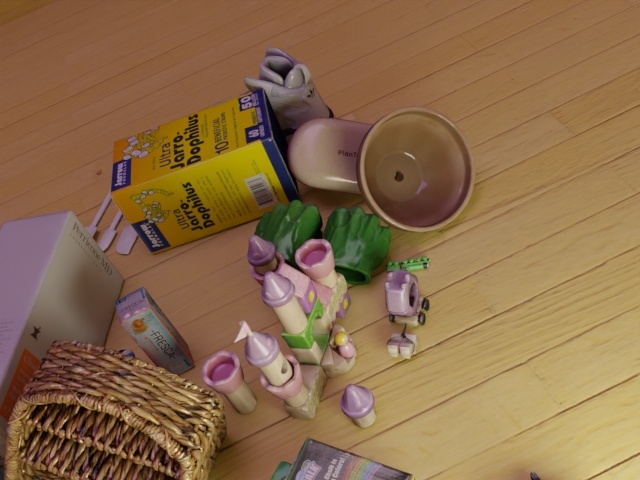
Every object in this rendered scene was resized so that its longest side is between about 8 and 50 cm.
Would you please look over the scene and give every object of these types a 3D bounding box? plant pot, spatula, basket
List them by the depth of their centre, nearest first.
[{"bbox_3d":[-0.315,0.308,1.042,0.299,0.213,0.223,18,55,7],"label":"basket"},{"bbox_3d":[0.169,-0.131,1.345,0.237,0.237,0.110,-40,8,-16],"label":"plant pot"},{"bbox_3d":[-0.485,-0.059,1.649,0.168,0.019,0.242,-3,48,21],"label":"spatula"}]

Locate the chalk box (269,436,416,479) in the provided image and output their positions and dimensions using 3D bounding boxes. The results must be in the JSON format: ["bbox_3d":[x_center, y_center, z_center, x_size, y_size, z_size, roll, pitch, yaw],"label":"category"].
[{"bbox_3d":[0.022,0.372,0.957,0.213,0.132,0.132,10,55,31],"label":"chalk box"}]

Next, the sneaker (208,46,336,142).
[{"bbox_3d":[-0.145,-0.340,1.635,0.366,0.210,0.137,10,53,30],"label":"sneaker"}]

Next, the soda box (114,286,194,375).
[{"bbox_3d":[-0.293,0.168,1.237,0.058,0.183,0.063,-28,43,-5],"label":"soda box"}]

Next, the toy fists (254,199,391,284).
[{"bbox_3d":[0.000,0.000,1.343,0.279,0.096,0.142,7,62,26],"label":"toy fists"}]

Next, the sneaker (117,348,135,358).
[{"bbox_3d":[-0.351,0.292,1.233,0.081,0.080,0.211,-2,53,4],"label":"sneaker"}]

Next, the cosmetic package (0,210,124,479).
[{"bbox_3d":[-0.537,0.188,1.289,0.161,0.230,0.453,-9,47,13],"label":"cosmetic package"}]

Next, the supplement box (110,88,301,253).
[{"bbox_3d":[-0.247,-0.149,1.509,0.357,0.195,0.194,-19,44,5],"label":"supplement box"}]

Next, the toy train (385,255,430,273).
[{"bbox_3d":[0.162,0.047,1.285,0.083,0.017,0.023,-9,56,14],"label":"toy train"}]

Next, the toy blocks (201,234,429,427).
[{"bbox_3d":[-0.021,0.117,1.120,0.309,0.260,0.288,2,49,24],"label":"toy blocks"}]

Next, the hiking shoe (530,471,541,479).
[{"bbox_3d":[0.262,0.405,0.875,0.114,0.086,0.227,9,46,46],"label":"hiking shoe"}]

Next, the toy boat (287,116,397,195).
[{"bbox_3d":[0.044,-0.170,1.459,0.231,0.151,0.151,8,85,-7],"label":"toy boat"}]
